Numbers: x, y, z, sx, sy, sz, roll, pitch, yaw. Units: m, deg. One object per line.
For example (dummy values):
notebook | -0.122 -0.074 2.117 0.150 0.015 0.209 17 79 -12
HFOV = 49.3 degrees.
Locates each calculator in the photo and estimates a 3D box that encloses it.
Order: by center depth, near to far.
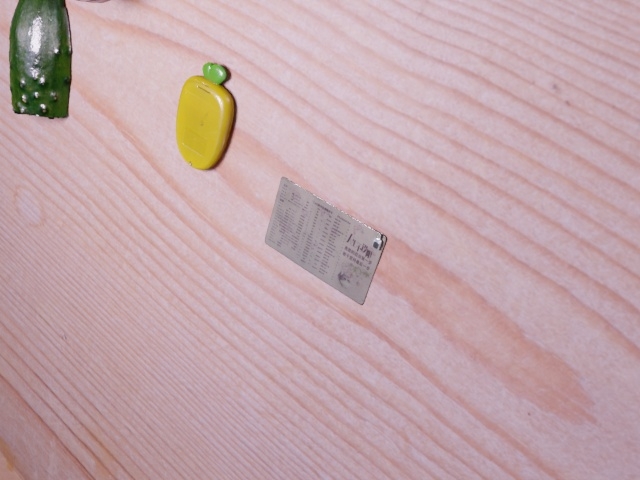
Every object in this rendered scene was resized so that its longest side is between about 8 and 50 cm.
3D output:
calculator | -0.245 -0.260 1.466 0.146 0.032 0.235 32 122 26

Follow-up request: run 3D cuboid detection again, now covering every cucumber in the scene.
cucumber | -0.689 -0.459 1.707 0.145 0.105 0.326 26 115 30

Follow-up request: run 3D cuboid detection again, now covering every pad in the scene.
pad | 0.000 0.000 1.370 0.265 0.009 0.160 32 121 27

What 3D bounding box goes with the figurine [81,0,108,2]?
figurine | -0.429 -0.645 1.389 0.361 0.253 0.211 -51 28 27
